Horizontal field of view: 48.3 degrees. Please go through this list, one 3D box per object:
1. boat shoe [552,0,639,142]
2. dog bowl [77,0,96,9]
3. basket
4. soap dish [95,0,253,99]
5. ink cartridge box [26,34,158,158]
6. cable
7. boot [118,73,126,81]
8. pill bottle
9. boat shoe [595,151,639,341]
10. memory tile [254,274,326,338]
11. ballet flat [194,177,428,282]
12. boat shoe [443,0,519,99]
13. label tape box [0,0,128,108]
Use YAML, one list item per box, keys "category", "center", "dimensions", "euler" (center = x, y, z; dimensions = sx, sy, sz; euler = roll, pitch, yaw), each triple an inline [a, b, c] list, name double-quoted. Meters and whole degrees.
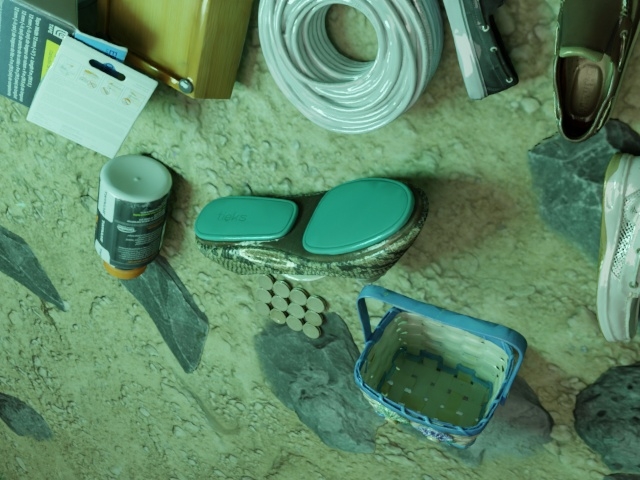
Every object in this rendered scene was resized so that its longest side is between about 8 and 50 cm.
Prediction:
- category: "boat shoe"
  center: [0.308, -0.228, 0.799]
  dimensions: [0.095, 0.095, 0.257]
  euler: [10, 127, 27]
- category: "dog bowl"
  center: [-0.476, -0.512, 1.096]
  dimensions: [0.349, 0.102, 0.348]
  euler: [18, 131, 22]
- category: "basket"
  center: [0.185, 0.195, 1.126]
  dimensions: [0.255, 0.201, 0.289]
  euler: [18, 141, 23]
- category: "soap dish"
  center: [-0.210, -0.362, 1.022]
  dimensions: [0.229, 0.118, 0.290]
  euler: [31, 134, 10]
- category: "ink cartridge box"
  center: [-0.343, -0.219, 1.075]
  dimensions: [0.145, 0.045, 0.179]
  euler: [25, 130, -24]
- category: "cable"
  center: [0.035, -0.273, 0.952]
  dimensions: [0.257, 0.089, 0.257]
  euler: [38, 136, 2]
- category: "boot"
  center: [-0.411, -0.285, 1.246]
  dimensions: [0.190, 0.069, 0.086]
  euler: [36, 129, 4]
- category: "pill bottle"
  center: [-0.362, -0.034, 1.363]
  dimensions: [0.130, 0.130, 0.245]
  euler: [31, 134, 10]
- category: "boat shoe"
  center: [0.414, 0.023, 0.919]
  dimensions: [0.096, 0.098, 0.277]
  euler: [8, 125, 30]
- category: "memory tile"
  center: [-0.060, 0.125, 1.369]
  dimensions: [0.148, 0.012, 0.113]
  euler: [23, 132, 16]
- category: "ballet flat"
  center: [0.000, 0.000, 1.159]
  dimensions: [0.483, 0.164, 0.182]
  euler: [-2, 143, 41]
- category: "boat shoe"
  center: [0.191, -0.281, 0.856]
  dimensions: [0.076, 0.080, 0.228]
  euler: [-11, 114, 19]
- category: "label tape box"
  center: [-0.462, -0.327, 1.078]
  dimensions: [0.348, 0.115, 0.249]
  euler: [24, 150, -15]
